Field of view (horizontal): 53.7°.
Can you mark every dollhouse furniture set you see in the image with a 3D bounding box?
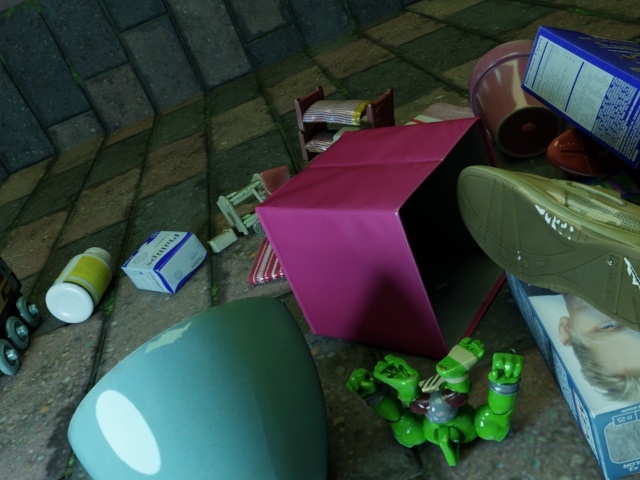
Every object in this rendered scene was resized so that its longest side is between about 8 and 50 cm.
[{"bbox_3d":[-0.165,-0.066,1.392,0.182,0.101,0.161,-37,16,-26],"label":"dollhouse furniture set"},{"bbox_3d":[0.003,-0.199,1.343,0.201,0.152,0.374,9,33,27],"label":"dollhouse furniture set"}]

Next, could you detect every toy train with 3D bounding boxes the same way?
[{"bbox_3d":[-0.713,0.170,1.331,0.142,0.190,0.334,-23,27,1],"label":"toy train"}]

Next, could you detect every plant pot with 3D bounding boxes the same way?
[{"bbox_3d":[-0.102,0.232,0.715,0.290,0.290,0.195,-32,64,-17],"label":"plant pot"},{"bbox_3d":[0.410,-0.274,1.290,0.201,0.201,0.180,-13,45,18],"label":"plant pot"}]

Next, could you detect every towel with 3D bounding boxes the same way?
[{"bbox_3d":[0.231,-0.241,1.516,0.329,0.037,0.237,-34,28,-20],"label":"towel"},{"bbox_3d":[0.000,0.000,1.267,0.274,0.031,0.199,-15,30,20],"label":"towel"}]

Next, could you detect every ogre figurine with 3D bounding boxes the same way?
[{"bbox_3d":[0.138,0.187,0.730,0.196,0.118,0.097,-19,23,4],"label":"ogre figurine"}]

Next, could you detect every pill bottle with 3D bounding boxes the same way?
[{"bbox_3d":[-0.534,0.094,1.426,0.103,0.103,0.184,-16,28,13],"label":"pill bottle"}]

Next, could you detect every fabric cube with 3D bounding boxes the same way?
[{"bbox_3d":[0.111,-0.011,0.960,0.258,0.254,0.259,2,37,43],"label":"fabric cube"}]

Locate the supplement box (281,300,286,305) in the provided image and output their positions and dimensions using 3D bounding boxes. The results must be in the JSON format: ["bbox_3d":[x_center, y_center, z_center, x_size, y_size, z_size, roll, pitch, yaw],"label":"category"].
[{"bbox_3d":[-0.096,0.152,1.038,0.083,0.056,0.083,-12,29,21],"label":"supplement box"}]

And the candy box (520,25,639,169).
[{"bbox_3d":[0.520,-0.226,1.006,0.268,0.122,0.317,1,34,-19],"label":"candy box"}]

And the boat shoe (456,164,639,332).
[{"bbox_3d":[0.300,-0.005,0.731,0.110,0.122,0.341,-22,38,-25],"label":"boat shoe"}]

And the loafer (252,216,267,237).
[{"bbox_3d":[-0.068,-0.046,1.313,0.147,0.056,0.050,-12,30,5],"label":"loafer"}]

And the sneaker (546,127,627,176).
[{"bbox_3d":[0.437,-0.134,1.079,0.221,0.087,0.128,-4,-11,-30],"label":"sneaker"}]

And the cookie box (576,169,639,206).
[{"bbox_3d":[0.454,-0.067,1.026,0.107,0.040,0.092,-15,27,14],"label":"cookie box"}]

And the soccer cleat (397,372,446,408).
[{"bbox_3d":[0.137,0.196,0.814,0.083,0.029,0.035,-23,23,-11],"label":"soccer cleat"}]

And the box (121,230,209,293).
[{"bbox_3d":[-0.341,0.044,1.388,0.137,0.072,0.126,2,43,39],"label":"box"}]

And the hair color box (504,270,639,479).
[{"bbox_3d":[0.347,0.094,0.752,0.173,0.105,0.347,-19,28,9],"label":"hair color box"}]
